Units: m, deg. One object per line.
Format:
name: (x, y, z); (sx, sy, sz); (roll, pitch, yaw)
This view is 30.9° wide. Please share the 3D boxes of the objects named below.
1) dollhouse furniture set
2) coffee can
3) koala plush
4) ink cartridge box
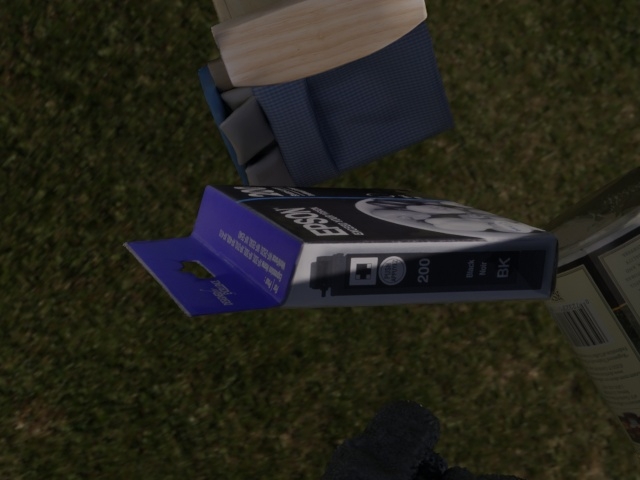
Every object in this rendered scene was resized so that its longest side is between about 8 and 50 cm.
dollhouse furniture set: (0.056, -0.124, 0.898); (0.286, 0.303, 0.198); (-20, 42, 0)
coffee can: (0.326, 0.080, 1.008); (0.201, 0.201, 0.275); (-35, 95, -36)
koala plush: (0.064, 0.305, 1.098); (0.196, 0.221, 0.203); (35, 33, 26)
ink cartridge box: (0.000, 0.000, 0.695); (0.208, 0.206, 0.045); (-2, 101, -19)
